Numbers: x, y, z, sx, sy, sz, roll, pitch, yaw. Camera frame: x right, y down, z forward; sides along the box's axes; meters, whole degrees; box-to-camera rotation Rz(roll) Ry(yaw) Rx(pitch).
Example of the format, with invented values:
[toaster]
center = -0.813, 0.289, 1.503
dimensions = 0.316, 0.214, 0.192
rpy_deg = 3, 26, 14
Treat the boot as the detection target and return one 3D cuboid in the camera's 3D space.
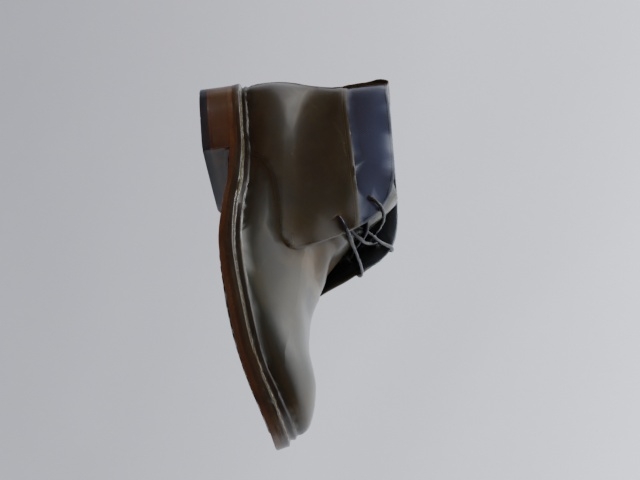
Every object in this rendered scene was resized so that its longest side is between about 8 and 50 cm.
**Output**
[boot]
center = 0.000, 0.000, 0.850
dimensions = 0.082, 0.106, 0.219
rpy_deg = 79, 0, -59
